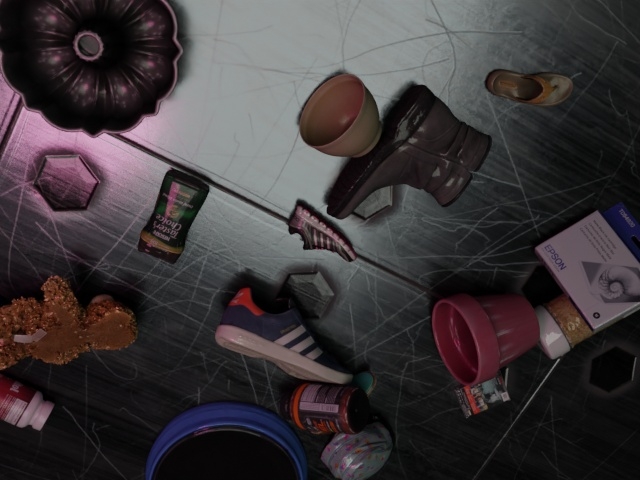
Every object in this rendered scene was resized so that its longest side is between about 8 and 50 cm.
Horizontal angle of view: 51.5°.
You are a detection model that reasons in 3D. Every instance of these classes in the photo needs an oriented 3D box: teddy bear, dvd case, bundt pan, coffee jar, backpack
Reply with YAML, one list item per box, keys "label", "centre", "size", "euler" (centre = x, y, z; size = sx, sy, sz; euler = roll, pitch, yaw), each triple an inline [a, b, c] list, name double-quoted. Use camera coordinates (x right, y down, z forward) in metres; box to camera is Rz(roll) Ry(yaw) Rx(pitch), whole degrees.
- label: "teddy bear"
  centre: [-0.560, 0.174, 1.390]
  size: [0.338, 0.113, 0.245]
  euler: [-18, 128, -3]
- label: "dvd case"
  centre: [0.394, 0.374, 1.614]
  size: [0.119, 0.013, 0.087]
  euler: [-23, 109, 4]
- label: "bundt pan"
  centre: [-0.415, -0.365, 1.229]
  size: [0.331, 0.124, 0.330]
  euler: [-1, 109, -4]
- label: "coffee jar"
  centre: [-0.306, -0.046, 1.371]
  size: [0.096, 0.079, 0.184]
  euler: [23, 106, -12]
- label: "backpack"
  centre: [0.088, 0.488, 1.536]
  size: [0.182, 0.115, 0.152]
  euler: [12, 109, -52]

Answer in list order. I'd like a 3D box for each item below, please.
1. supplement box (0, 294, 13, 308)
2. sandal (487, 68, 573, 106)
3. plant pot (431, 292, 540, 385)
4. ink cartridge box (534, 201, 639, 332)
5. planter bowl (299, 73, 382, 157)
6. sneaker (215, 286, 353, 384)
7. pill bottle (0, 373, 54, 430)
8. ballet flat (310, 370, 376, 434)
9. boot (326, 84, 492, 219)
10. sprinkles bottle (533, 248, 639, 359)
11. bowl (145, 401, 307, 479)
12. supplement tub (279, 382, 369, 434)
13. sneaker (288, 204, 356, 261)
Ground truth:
- label: "supplement box"
  centre: [-0.716, 0.155, 1.412]
  size: [0.083, 0.056, 0.083]
  euler: [-44, 107, 10]
- label: "sandal"
  centre: [0.435, -0.314, 1.365]
  size: [0.180, 0.049, 0.072]
  euler: [6, 108, -7]
- label: "plant pot"
  centre: [0.374, 0.202, 1.470]
  size: [0.180, 0.201, 0.201]
  euler: [-14, 110, -17]
- label: "ink cartridge box"
  centre: [0.624, 0.050, 1.439]
  size: [0.224, 0.045, 0.223]
  euler: [-32, 65, 5]
- label: "planter bowl"
  centre: [0.053, -0.231, 1.315]
  size: [0.162, 0.162, 0.109]
  euler: [-48, 134, 11]
- label: "sneaker"
  centre: [-0.056, 0.212, 1.467]
  size: [0.350, 0.131, 0.148]
  euler: [30, 65, -30]
- label: "pill bottle"
  centre: [-0.676, 0.360, 1.470]
  size: [0.152, 0.086, 0.086]
  euler: [30, 103, -15]
- label: "ballet flat"
  centre: [0.060, 0.386, 1.568]
  size: [0.206, 0.073, 0.067]
  euler: [-40, 135, 11]
- label: "boot"
  centre: [0.188, -0.130, 1.376]
  size: [0.223, 0.118, 0.338]
  euler: [36, 106, -21]
- label: "sprinkles bottle"
  centre: [0.642, 0.131, 1.499]
  size: [0.355, 0.121, 0.121]
  euler: [-32, 109, 5]
- label: "bowl"
  centre: [-0.224, 0.574, 1.590]
  size: [0.391, 0.077, 0.391]
  euler: [-2, 108, -5]
- label: "supplement tub"
  centre: [0.004, 0.377, 1.495]
  size: [0.198, 0.106, 0.106]
  euler: [-5, 114, 35]
- label: "sneaker"
  centre: [0.000, 0.000, 1.425]
  size: [0.170, 0.063, 0.075]
  euler: [38, 101, -11]
